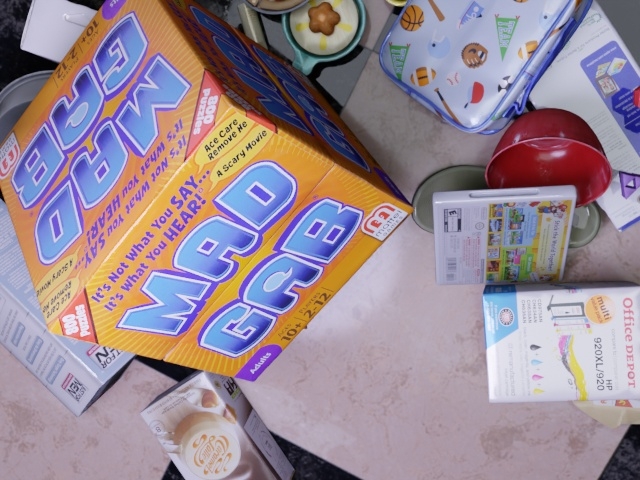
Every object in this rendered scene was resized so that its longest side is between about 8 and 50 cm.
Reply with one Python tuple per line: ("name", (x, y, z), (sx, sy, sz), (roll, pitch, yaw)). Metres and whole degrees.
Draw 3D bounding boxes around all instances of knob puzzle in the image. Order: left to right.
("knob puzzle", (0.480, 0.210, 1.408), (0.213, 0.030, 0.213), (0, 90, 13))

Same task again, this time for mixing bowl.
("mixing bowl", (0.339, -0.133, 1.279), (0.182, 0.181, 0.098), (5, 59, 7))

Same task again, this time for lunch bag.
("lunch bag", (0.247, -0.312, 1.287), (0.243, 0.115, 0.303), (39, 110, 18))

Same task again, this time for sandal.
("sandal", (0.297, -0.053, 1.370), (0.303, 0.086, 0.120), (6, 98, 6))

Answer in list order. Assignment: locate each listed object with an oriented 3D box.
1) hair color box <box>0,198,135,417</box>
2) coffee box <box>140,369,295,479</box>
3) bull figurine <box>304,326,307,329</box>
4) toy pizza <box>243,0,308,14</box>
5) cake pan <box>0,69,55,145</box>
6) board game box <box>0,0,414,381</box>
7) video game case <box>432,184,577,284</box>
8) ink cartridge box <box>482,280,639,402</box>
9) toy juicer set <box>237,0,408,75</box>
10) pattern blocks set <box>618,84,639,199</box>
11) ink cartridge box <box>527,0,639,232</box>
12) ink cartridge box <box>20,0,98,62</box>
("hair color box", (-0.481, 0.106, 1.433), (0.374, 0.113, 0.185), (45, 142, 0))
("coffee box", (-0.173, 0.348, 1.474), (0.141, 0.098, 0.246), (-34, 92, 10))
("bull figurine", (0.000, 0.000, 1.363), (0.101, 0.188, 0.310), (27, 100, 4))
("toy pizza", (-0.065, -0.457, 1.343), (0.201, 0.032, 0.201), (-1, 87, 29))
("cake pan", (-0.402, -0.135, 1.391), (0.293, 0.054, 0.293), (4, 130, 5))
("board game box", (-0.170, -0.079, 1.185), (0.356, 0.356, 0.356), (-48, 48, 16))
("video game case", (0.281, -0.003, 1.333), (0.207, 0.227, 0.026), (-2, 53, 8))
("ink cartridge box", (0.375, 0.153, 1.330), (0.233, 0.168, 0.171), (-4, 90, 12))
("toy juicer set", (-0.017, -0.381, 1.368), (0.329, 0.089, 0.209), (-36, 92, 10))
("pattern blocks set", (0.605, -0.113, 1.286), (0.325, 0.026, 0.285), (-2, 114, -9))
("ink cartridge box", (0.444, -0.193, 1.347), (0.165, 0.065, 0.332), (-32, 91, 10))
("ink cartridge box", (-0.346, -0.303, 1.351), (0.160, 0.219, 0.092), (19, 95, 5))
